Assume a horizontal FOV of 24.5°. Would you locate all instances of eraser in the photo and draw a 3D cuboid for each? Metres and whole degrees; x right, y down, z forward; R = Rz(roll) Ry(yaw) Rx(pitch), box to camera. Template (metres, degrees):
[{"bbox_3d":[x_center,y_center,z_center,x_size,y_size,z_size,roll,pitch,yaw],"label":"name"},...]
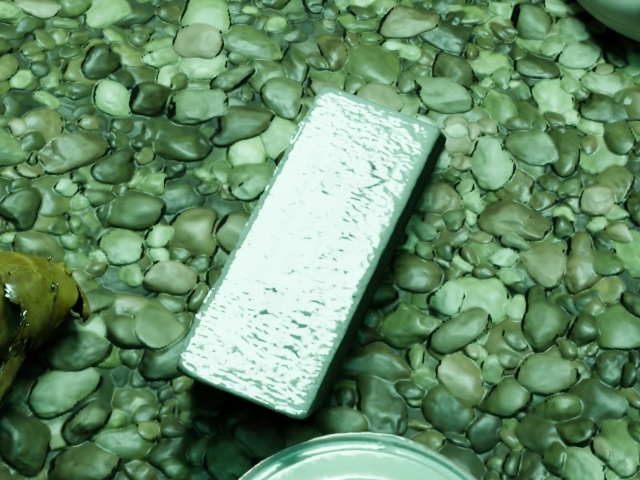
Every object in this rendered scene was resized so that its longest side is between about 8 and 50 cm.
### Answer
[{"bbox_3d":[0.000,0.000,1.193,0.111,0.077,0.352,20,56,9],"label":"eraser"}]

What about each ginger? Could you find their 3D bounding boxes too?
[{"bbox_3d":[-0.271,0.123,1.067,0.133,0.107,0.309,29,54,-13],"label":"ginger"}]

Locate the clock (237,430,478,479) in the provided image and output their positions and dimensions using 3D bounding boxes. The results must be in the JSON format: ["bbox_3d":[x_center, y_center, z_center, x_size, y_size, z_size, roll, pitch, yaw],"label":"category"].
[{"bbox_3d":[0.031,0.247,1.038,0.245,0.056,0.244,3,54,-4],"label":"clock"}]

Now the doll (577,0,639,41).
[{"bbox_3d":[0.333,-0.298,1.354,0.251,0.221,0.221,37,60,19],"label":"doll"}]
